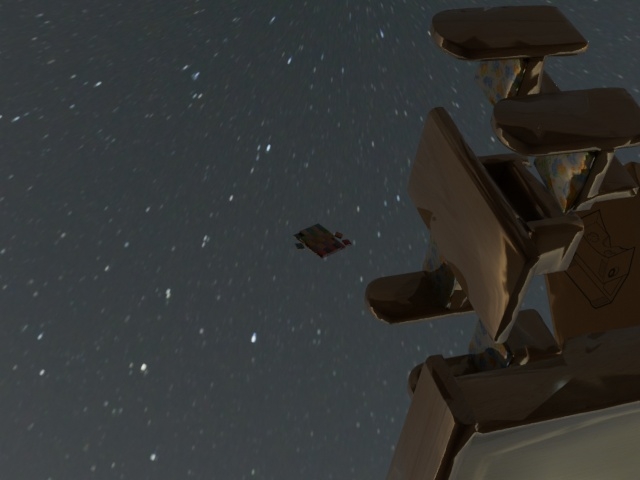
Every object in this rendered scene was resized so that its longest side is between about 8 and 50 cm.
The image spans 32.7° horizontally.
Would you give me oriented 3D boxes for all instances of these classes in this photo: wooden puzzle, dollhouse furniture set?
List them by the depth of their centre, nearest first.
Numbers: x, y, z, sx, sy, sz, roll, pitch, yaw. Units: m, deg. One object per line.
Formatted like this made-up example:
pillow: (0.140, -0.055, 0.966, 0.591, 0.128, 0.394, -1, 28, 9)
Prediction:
dollhouse furniture set: (0.140, 0.045, 0.999, 0.256, 0.394, 0.362, -7, -44, -20)
wooden puzzle: (0.000, 0.000, 1.357, 0.049, 0.083, 0.006, 38, -55, 23)

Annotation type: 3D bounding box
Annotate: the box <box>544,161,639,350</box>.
box: (0.343, 0.024, 1.337, 0.021, 0.201, 0.164, 13, -29, -37)
